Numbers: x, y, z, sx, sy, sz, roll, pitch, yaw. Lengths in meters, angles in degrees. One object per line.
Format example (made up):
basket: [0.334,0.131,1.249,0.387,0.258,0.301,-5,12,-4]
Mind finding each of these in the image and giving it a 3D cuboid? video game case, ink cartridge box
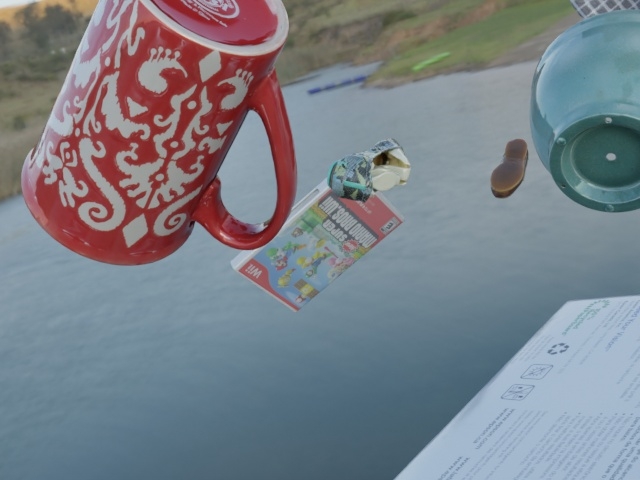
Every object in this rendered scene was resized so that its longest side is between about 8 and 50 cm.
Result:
video game case: [0.000,0.000,1.433,0.285,0.204,0.025,-40,47,9]
ink cartridge box: [0.217,0.125,0.455,0.324,0.071,0.330,-33,13,-37]

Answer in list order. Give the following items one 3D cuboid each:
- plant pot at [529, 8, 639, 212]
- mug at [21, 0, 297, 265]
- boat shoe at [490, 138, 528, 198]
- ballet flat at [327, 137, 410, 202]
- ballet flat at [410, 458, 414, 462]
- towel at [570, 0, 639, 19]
plant pot: [0.446,-0.165,1.157,0.293,0.293,0.196,-7,37,34]
mug: [-0.079,-0.076,0.452,0.150,0.113,0.169,10,-41,-28]
boat shoe: [0.461,-0.160,1.869,0.073,0.073,0.207,14,46,23]
ballet flat: [0.076,-0.084,0.961,0.070,0.070,0.188,-8,14,32]
ballet flat: [0.131,0.388,1.041,0.067,0.073,0.206,-53,9,34]
towel: [0.483,-0.443,1.188,0.121,0.283,0.235,-35,-4,-31]
